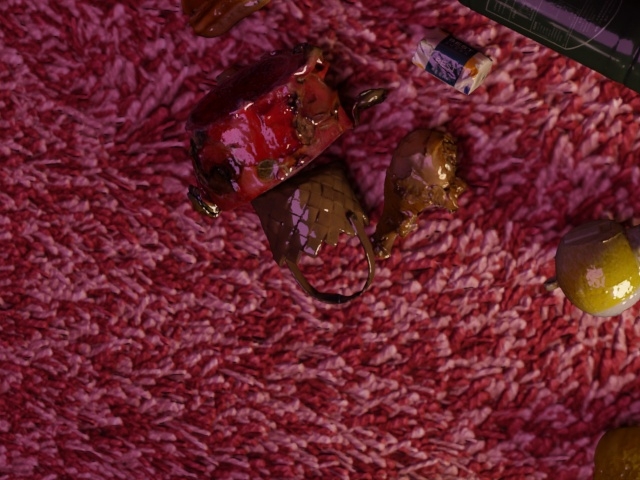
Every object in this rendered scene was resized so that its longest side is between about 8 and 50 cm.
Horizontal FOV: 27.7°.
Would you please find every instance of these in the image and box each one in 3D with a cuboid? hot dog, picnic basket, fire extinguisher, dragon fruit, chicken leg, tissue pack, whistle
[{"bbox_3d":[-0.097,-0.331,1.636,0.235,0.062,0.092,-28,81,38],"label":"hot dog"},{"bbox_3d":[0.000,0.000,1.679,0.128,0.137,0.179,-13,102,36],"label":"picnic basket"},{"bbox_3d":[0.252,-0.281,1.470,0.311,0.095,0.114,28,76,12],"label":"fire extinguisher"},{"bbox_3d":[-0.068,-0.156,1.624,0.282,0.211,0.147,-34,101,7],"label":"dragon fruit"},{"bbox_3d":[0.120,-0.052,1.640,0.101,0.085,0.207,25,129,0],"label":"chicken leg"},{"bbox_3d":[0.158,-0.216,1.557,0.083,0.062,0.042,32,125,12],"label":"tissue pack"},{"bbox_3d":[0.373,0.026,1.533,0.223,0.123,0.123,-18,102,15],"label":"whistle"}]

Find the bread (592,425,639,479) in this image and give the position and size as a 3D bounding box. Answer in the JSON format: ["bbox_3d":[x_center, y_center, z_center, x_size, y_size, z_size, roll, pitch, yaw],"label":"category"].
[{"bbox_3d":[0.510,0.298,1.557,0.383,0.112,0.166,-8,94,28],"label":"bread"}]
